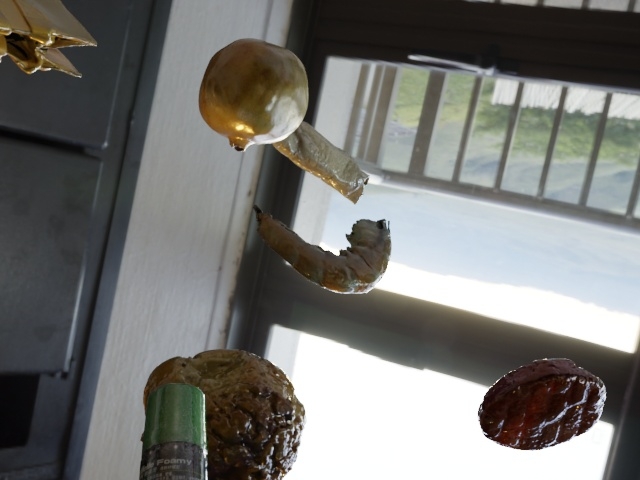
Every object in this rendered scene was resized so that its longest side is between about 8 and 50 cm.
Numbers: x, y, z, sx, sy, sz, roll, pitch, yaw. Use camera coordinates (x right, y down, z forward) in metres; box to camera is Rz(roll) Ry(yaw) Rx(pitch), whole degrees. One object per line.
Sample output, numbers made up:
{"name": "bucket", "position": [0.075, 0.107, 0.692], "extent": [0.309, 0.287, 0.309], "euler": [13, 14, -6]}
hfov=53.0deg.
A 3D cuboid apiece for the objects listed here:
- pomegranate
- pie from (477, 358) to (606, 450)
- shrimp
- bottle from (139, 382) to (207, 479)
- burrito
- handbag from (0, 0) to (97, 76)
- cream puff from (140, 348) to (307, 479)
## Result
{"name": "pomegranate", "position": [-0.138, -0.301, 1.306], "extent": [0.233, 0.233, 0.233], "euler": [12, -176, -1]}
{"name": "pie", "position": [0.313, 0.237, 0.909], "extent": [0.182, 0.182, 0.050], "euler": [11, -144, -14]}
{"name": "shrimp", "position": [0.021, 0.023, 1.179], "extent": [0.287, 0.068, 0.185], "euler": [3, -135, -25]}
{"name": "bottle", "position": [-0.195, 0.350, 0.847], "extent": [0.093, 0.093, 0.330], "euler": [11, -137, -20]}
{"name": "burrito", "position": [-0.012, -0.245, 1.821], "extent": [0.392, 0.117, 0.076], "euler": [33, 171, -25]}
{"name": "handbag", "position": [-0.596, -0.392, 1.030], "extent": [0.283, 0.133, 0.401], "euler": [45, -157, 21]}
{"name": "cream puff", "position": [-0.200, 0.382, 1.299], "extent": [0.343, 0.327, 0.231], "euler": [32, -153, -17]}
